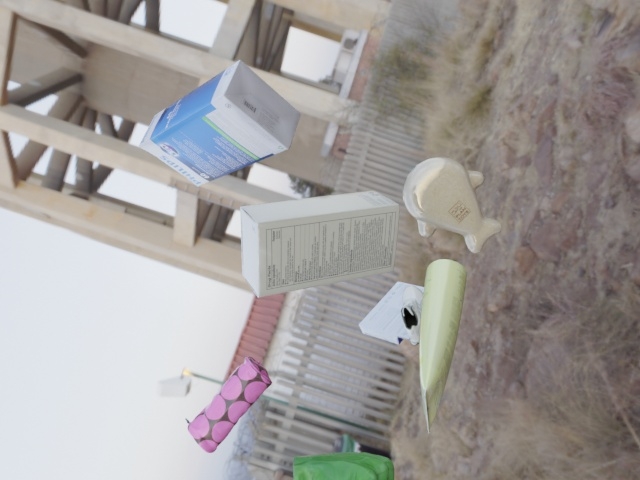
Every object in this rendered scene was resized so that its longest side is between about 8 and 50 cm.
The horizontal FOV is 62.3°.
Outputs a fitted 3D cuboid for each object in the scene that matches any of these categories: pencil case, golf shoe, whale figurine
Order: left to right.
[{"bbox_3d":[-0.194,0.348,1.143,0.209,0.095,0.098,-47,-9,0],"label":"pencil case"},{"bbox_3d":[0.237,0.176,1.355,0.086,0.069,0.176,47,-154,-40],"label":"golf shoe"},{"bbox_3d":[0.336,-0.093,1.371,0.216,0.272,0.141,-48,5,9],"label":"whale figurine"}]

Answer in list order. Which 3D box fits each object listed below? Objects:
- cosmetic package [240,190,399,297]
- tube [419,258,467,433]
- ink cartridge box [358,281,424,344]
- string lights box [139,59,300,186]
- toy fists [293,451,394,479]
[{"bbox_3d":[0.000,0.000,1.085,0.113,0.309,0.160,-138,46,-57],"label":"cosmetic package"},{"bbox_3d":[0.159,0.129,0.722,0.062,0.070,0.240,-37,24,43],"label":"tube"},{"bbox_3d":[0.267,0.229,1.667,0.223,0.045,0.223,-43,28,-26],"label":"ink cartridge box"},{"bbox_3d":[-0.173,-0.180,0.876,0.259,0.133,0.077,-11,53,44],"label":"string lights box"},{"bbox_3d":[0.043,0.386,0.816,0.279,0.142,0.096,81,-176,-59],"label":"toy fists"}]
